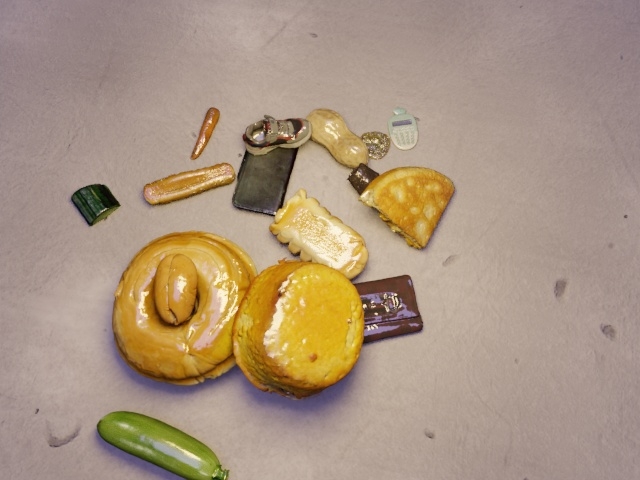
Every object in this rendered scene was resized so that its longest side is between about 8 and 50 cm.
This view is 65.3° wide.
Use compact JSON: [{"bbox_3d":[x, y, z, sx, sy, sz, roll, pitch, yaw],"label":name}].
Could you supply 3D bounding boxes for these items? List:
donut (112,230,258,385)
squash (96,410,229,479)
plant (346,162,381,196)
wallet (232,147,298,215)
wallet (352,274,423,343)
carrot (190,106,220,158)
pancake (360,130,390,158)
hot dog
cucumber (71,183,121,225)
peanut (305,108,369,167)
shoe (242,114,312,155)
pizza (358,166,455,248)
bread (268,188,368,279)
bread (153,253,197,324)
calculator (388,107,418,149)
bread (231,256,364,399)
[{"bbox_3d":[-0.380,0.181,1.410,0.449,0.198,0.449,-1,73,2],"label":"donut"},{"bbox_3d":[-0.425,0.554,1.347,0.395,0.107,0.107,21,75,8],"label":"squash"},{"bbox_3d":[0.154,-0.170,1.554,0.143,0.094,0.092,40,39,-10],"label":"plant"},{"bbox_3d":[-0.171,-0.234,1.605,0.172,0.045,0.318,11,71,5],"label":"wallet"},{"bbox_3d":[0.178,0.202,1.476,0.229,0.049,0.182,-10,71,-4],"label":"wallet"},{"bbox_3d":[-0.380,-0.351,1.648,0.047,0.047,0.191,18,80,6],"label":"carrot"},{"bbox_3d":[0.176,-0.316,1.642,0.108,0.017,0.108,0,70,1],"label":"pancake"},{"bbox_3d":[-0.413,-0.181,1.584,0.289,0.068,0.083,-17,97,-9],"label":"hot dog"},{"bbox_3d":[-0.711,-0.120,1.571,0.116,0.062,0.115,-37,80,-8],"label":"cucumber"},{"bbox_3d":[0.054,-0.328,1.592,0.256,0.123,0.123,43,78,14],"label":"peanut"},{"bbox_3d":[-0.144,-0.345,1.548,0.227,0.125,0.099,-15,66,9],"label":"shoe"},{"bbox_3d":[0.269,-0.146,1.512,0.258,0.087,0.268,41,71,-24],"label":"pizza"},{"bbox_3d":[0.000,0.000,1.497,0.311,0.121,0.173,41,81,11],"label":"bread"},{"bbox_3d":[-0.376,0.121,1.288,0.114,0.077,0.189,-2,71,-3],"label":"bread"},{"bbox_3d":[0.273,-0.371,1.655,0.095,0.021,0.153,-8,74,-2],"label":"calculator"},{"bbox_3d":[-0.048,0.230,1.300,0.337,0.204,0.358,22,72,-16],"label":"bread"}]
